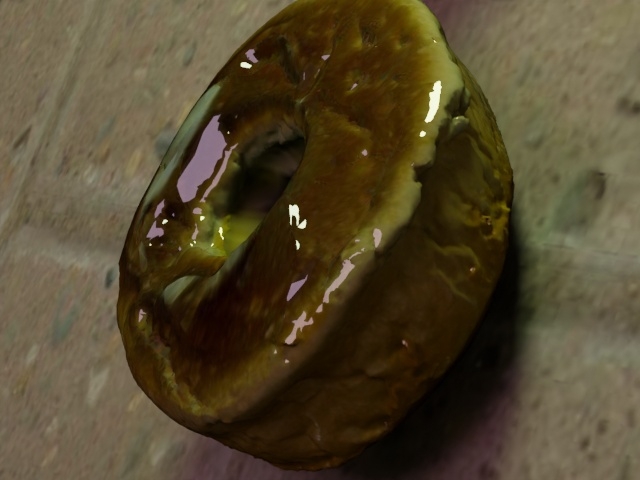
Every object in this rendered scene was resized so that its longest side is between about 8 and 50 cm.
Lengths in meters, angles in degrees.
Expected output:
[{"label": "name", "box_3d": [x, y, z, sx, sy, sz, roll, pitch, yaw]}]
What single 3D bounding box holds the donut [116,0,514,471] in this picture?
[{"label": "donut", "box_3d": [0.000, 0.000, 1.222, 0.330, 0.160, 0.330, -34, 34, 27]}]
